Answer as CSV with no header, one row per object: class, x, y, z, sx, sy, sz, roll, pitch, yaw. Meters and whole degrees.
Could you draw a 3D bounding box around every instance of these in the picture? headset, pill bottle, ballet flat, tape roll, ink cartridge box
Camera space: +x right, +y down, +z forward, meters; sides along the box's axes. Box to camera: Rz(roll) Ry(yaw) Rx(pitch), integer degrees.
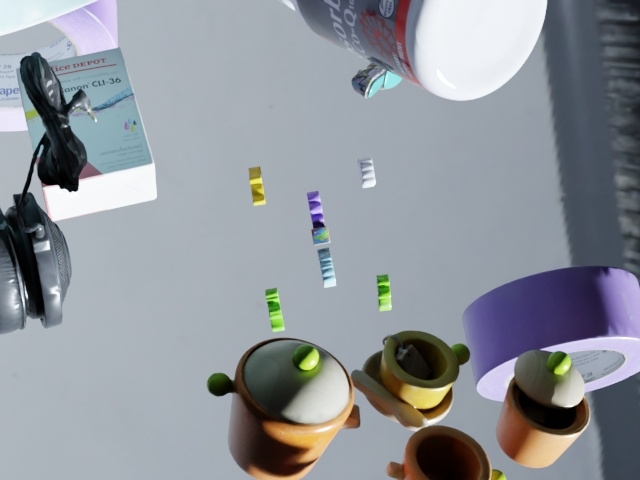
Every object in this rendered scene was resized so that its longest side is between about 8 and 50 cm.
headset,-0.333,-0.003,1.164,0.243,0.394,0.185,-2,68,-46
pill bottle,0.089,-0.326,1.606,0.210,0.363,0.210,-19,124,-30
ballet flat,0.071,-0.213,1.656,0.114,0.041,0.041,-34,122,-58
tape roll,-0.375,-0.242,1.503,0.274,0.274,0.090,20,49,-37
tape roll,0.247,0.100,1.339,0.189,0.189,0.080,10,60,-37
ink cartridge box,-0.249,-0.127,1.341,0.115,0.198,0.067,-13,149,-12

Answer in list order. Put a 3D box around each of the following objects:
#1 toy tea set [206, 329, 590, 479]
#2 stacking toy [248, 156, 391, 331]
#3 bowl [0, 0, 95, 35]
toy tea set,0.077,0.135,1.042,0.336,0.200,0.124,-19,143,-36
stacking toy,0.000,0.000,1.722,0.166,0.052,0.221,-9,91,-1
bowl,-0.287,-0.291,1.130,0.311,0.311,0.163,-21,92,-31
